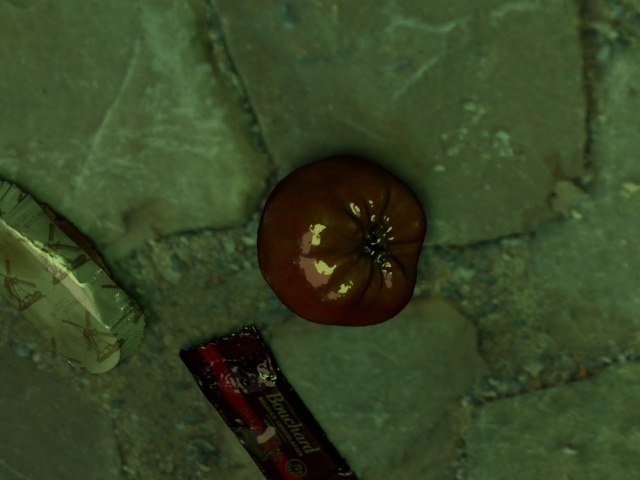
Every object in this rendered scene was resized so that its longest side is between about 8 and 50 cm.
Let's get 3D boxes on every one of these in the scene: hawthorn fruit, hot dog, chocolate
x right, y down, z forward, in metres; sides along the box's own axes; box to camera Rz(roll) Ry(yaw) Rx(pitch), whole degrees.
[{"bbox_3d":[0.005,0.004,1.134,0.140,0.125,0.125,-8,117,24],"label":"hawthorn fruit"},{"bbox_3d":[-0.219,0.027,1.281,0.192,0.053,0.099,44,125,-5],"label":"hot dog"},{"bbox_3d":[-0.041,0.151,1.302,0.086,0.028,0.182,-20,110,28],"label":"chocolate"}]
